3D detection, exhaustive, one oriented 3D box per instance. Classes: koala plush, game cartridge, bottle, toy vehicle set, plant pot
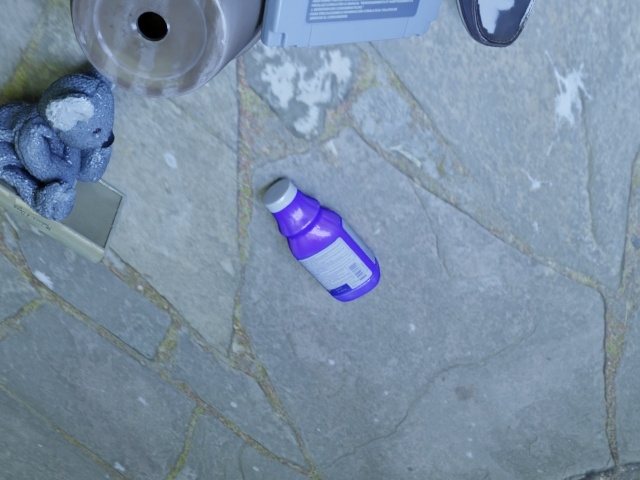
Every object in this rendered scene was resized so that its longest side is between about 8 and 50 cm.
[{"bbox_3d":[-0.416,-0.188,1.134,0.203,0.196,0.221,42,122,-18],"label":"koala plush"},{"bbox_3d":[0.060,-0.378,0.985,0.297,0.062,0.198,-14,132,-31],"label":"game cartridge"},{"bbox_3d":[0.000,0.000,1.347,0.118,0.092,0.283,-30,123,21],"label":"bottle"},{"bbox_3d":[-0.474,-0.092,1.218,0.267,0.166,0.035,37,122,-26],"label":"toy vehicle set"},{"bbox_3d":[-0.204,-0.342,0.949,0.323,0.280,0.323,-1,129,-1],"label":"plant pot"}]

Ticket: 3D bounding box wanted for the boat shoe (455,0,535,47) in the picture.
[{"bbox_3d":[0.267,-0.433,0.942,0.132,0.130,0.355,-1,119,-8],"label":"boat shoe"}]
